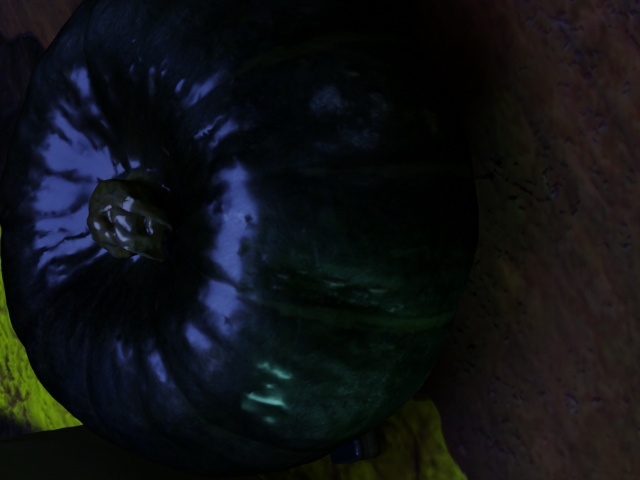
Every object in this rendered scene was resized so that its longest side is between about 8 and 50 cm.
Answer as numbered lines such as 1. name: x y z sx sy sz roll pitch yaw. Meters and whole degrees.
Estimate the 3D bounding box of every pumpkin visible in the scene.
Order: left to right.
1. pumpkin: -0.057 -0.013 1.013 0.300 0.207 0.300 5 98 43

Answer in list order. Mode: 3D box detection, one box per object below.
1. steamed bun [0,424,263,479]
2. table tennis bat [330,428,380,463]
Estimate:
1. steamed bun: -0.117 0.320 1.052 0.290 0.371 0.456 -31 73 34
2. table tennis bat: 0.000 0.000 1.124 0.154 0.021 0.274 -18 79 52
